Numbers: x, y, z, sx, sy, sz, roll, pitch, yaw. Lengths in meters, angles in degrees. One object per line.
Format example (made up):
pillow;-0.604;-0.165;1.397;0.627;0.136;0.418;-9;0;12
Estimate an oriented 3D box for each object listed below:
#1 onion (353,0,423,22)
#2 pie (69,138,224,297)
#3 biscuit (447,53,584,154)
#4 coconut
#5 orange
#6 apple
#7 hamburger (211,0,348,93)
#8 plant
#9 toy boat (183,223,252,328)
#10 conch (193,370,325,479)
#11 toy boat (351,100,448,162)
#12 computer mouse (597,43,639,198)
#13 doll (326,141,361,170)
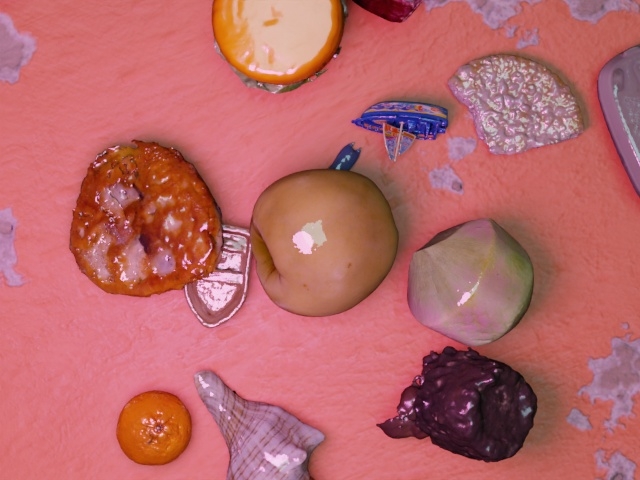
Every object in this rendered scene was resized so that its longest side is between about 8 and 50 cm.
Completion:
onion;0.087;-0.495;1.757;0.280;0.146;0.314;32;46;5
pie;-0.314;-0.028;1.767;0.308;0.085;0.308;0;90;18
biscuit;0.355;-0.241;1.840;0.265;0.040;0.188;26;89;-1
coconut;0.254;0.072;1.760;0.236;0.236;0.204;7;49;-2
orange;-0.295;0.334;1.780;0.136;0.117;0.135;0;86;3
apple;0.000;0.000;1.731;0.262;0.262;0.262;0;90;-2
hamburger;-0.073;-0.383;1.760;0.246;0.170;0.246;1;98;5
plant;0.252;0.288;1.761;0.178;0.234;0.204;45;66;-22
toy boat;-0.184;0.064;1.810;0.116;0.061;0.188;10;90;-3
conch;-0.085;0.387;1.768;0.203;0.169;0.386;-28;93;-27
toy boat;0.140;-0.194;1.806;0.175;0.091;0.110;8;73;2
computer mouse;0.627;-0.199;1.826;0.197;0.095;0.330;-20;82;-3
doll;0.029;-0.126;1.836;0.037;0.027;0.125;39;86;-2
